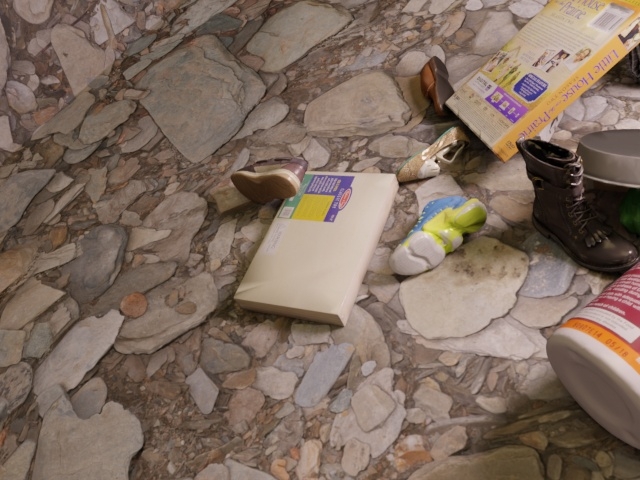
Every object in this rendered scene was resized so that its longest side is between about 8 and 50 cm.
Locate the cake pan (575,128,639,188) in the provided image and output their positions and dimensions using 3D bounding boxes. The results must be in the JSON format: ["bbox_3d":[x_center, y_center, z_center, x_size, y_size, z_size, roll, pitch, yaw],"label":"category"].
[{"bbox_3d":[0.633,-0.163,1.197,0.293,0.054,0.293,-2,22,1],"label":"cake pan"}]

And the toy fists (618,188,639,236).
[{"bbox_3d":[0.707,-0.050,1.153,0.279,0.096,0.142,6,38,28],"label":"toy fists"}]

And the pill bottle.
[{"bbox_3d":[0.575,0.121,0.972,0.392,0.224,0.224,-37,46,-8],"label":"pill bottle"}]

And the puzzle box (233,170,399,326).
[{"bbox_3d":[0.000,0.000,1.461,0.272,0.052,0.408,6,54,29],"label":"puzzle box"}]

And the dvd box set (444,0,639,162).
[{"bbox_3d":[0.506,-0.398,1.428,0.420,0.062,0.307,-44,30,15],"label":"dvd box set"}]

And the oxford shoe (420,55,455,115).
[{"bbox_3d":[0.310,-0.400,1.674,0.076,0.076,0.212,-36,40,36],"label":"oxford shoe"}]

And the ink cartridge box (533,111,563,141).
[{"bbox_3d":[0.501,-0.279,1.474,0.099,0.056,0.135,16,60,35],"label":"ink cartridge box"}]

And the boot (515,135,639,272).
[{"bbox_3d":[0.480,-0.071,1.179,0.091,0.229,0.263,-40,47,-12],"label":"boot"}]

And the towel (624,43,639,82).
[{"bbox_3d":[0.802,-0.519,1.390,0.235,0.283,0.121,-34,45,-8],"label":"towel"}]

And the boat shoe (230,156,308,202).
[{"bbox_3d":[-0.129,-0.162,1.598,0.092,0.103,0.285,-49,26,-24],"label":"boat shoe"}]

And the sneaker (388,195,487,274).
[{"bbox_3d":[0.242,-0.017,1.359,0.240,0.091,0.126,-30,27,-2],"label":"sneaker"}]

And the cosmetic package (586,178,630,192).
[{"bbox_3d":[0.616,-0.134,1.293,0.115,0.060,0.041,11,57,33],"label":"cosmetic package"}]

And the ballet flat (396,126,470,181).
[{"bbox_3d":[0.278,-0.198,1.500,0.206,0.073,0.067,-39,61,-7],"label":"ballet flat"}]
